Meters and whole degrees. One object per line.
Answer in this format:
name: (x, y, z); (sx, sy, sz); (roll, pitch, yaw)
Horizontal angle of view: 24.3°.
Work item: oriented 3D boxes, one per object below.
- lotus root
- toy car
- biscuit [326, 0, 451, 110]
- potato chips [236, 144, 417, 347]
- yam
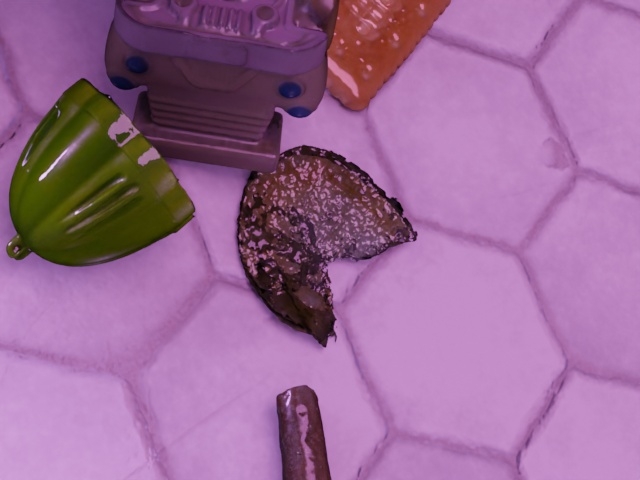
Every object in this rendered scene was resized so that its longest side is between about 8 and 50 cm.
lotus root: (-0.238, -0.038, 1.454); (0.186, 0.186, 0.186); (9, 68, -23)
toy car: (-0.094, -0.267, 1.585); (0.242, 0.226, 0.336); (8, 51, -4)
biscuit: (0.054, -0.279, 1.746); (0.160, 0.030, 0.250); (43, 59, -6)
potato chips: (-0.002, 0.002, 1.621); (0.202, 0.029, 0.220); (31, 58, -12)
yam: (-0.007, 0.284, 1.492); (0.061, 0.061, 0.274); (-1, 71, -26)
